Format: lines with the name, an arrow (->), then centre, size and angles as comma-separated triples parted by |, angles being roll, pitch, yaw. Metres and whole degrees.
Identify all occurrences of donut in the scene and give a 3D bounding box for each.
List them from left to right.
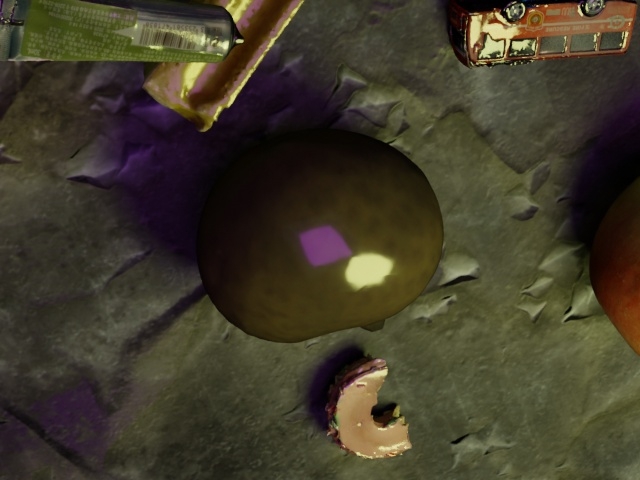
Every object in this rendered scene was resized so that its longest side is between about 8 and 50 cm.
donut -> 0.058, 0.241, 1.460 | 0.117, 0.065, 0.166 | -23, 114, -6

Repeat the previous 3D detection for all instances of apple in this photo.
apple -> 0.513, 0.041, 1.361 | 0.319, 0.319, 0.277 | 20, 133, -21

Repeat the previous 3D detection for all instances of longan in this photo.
longan -> 0.000, 0.000, 1.252 | 0.300, 0.243, 0.300 | -1, 133, -1

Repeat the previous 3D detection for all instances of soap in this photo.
soap -> -0.074, -0.279, 1.144 | 0.091, 0.199, 0.315 | 35, 102, -17

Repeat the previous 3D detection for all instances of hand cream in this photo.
hand cream -> -0.185, -0.203, 0.993 | 0.235, 0.055, 0.086 | -2, 135, -27

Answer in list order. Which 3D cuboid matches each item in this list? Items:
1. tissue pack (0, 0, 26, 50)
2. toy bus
tissue pack -> -0.322, -0.317, 1.025 | 0.356, 0.266, 0.194 | -39, 116, 3
toy bus -> 0.275, -0.270, 1.303 | 0.234, 0.073, 0.096 | -8, 120, -12
